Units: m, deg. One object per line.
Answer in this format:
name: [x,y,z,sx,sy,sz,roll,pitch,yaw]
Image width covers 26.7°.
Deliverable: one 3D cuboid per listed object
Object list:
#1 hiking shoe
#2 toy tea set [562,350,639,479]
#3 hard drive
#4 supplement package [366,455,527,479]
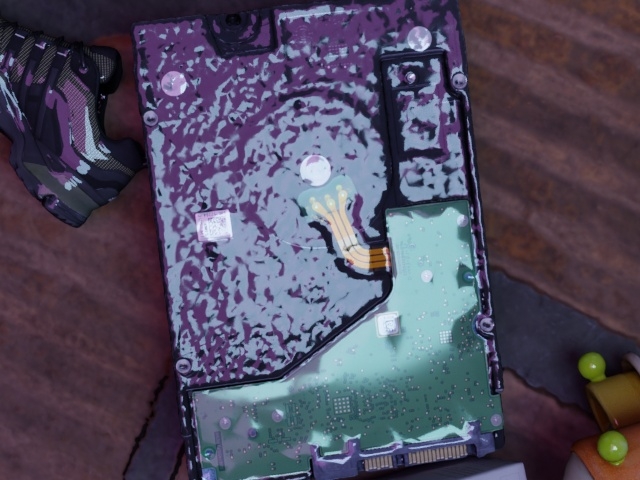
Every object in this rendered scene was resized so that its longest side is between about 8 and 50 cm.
hiking shoe: [-0.212,-0.126,1.029,0.114,0.086,0.227,-33,92,-8]
toy tea set: [0.239,0.245,0.915,0.124,0.200,0.336,-25,93,-1]
hard drive: [0.000,0.000,0.975,0.237,0.064,0.339,-8,93,-5]
supplement package: [0.052,0.223,0.945,0.179,0.105,0.105,-11,90,-22]
